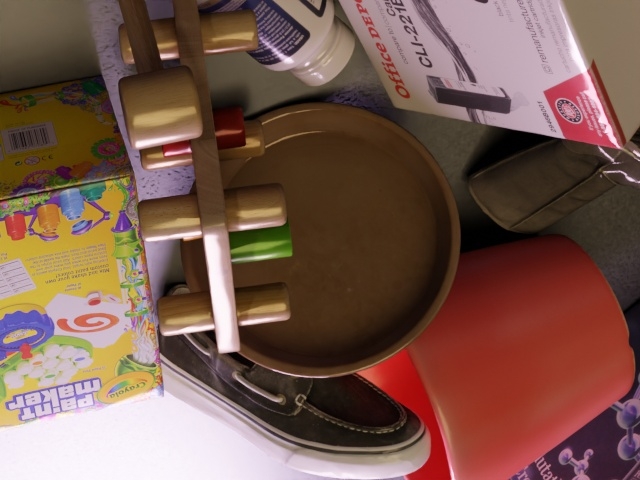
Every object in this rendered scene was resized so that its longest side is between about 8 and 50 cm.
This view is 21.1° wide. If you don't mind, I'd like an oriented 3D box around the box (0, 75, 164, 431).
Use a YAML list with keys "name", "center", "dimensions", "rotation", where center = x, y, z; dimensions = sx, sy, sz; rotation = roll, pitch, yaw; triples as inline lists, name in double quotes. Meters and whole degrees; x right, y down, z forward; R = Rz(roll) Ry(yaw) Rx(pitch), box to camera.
- name: "box"
  center: [-0.318, 0.027, 1.642]
  dimensions: [0.290, 0.177, 0.279]
  rotation: [-11, 128, -11]

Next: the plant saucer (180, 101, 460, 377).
- name: "plant saucer"
  center: [0.000, 0.000, 1.707]
  dimensions: [0.278, 0.278, 0.041]
  rotation: [-22, 168, -1]

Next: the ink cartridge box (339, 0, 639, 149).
- name: "ink cartridge box"
  center: [0.159, -0.206, 1.554]
  dimensions: [0.114, 0.273, 0.197]
  rotation: [-52, 134, -23]

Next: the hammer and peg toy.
- name: "hammer and peg toy"
  center: [-0.102, -0.092, 1.509]
  dimensions: [0.127, 0.266, 0.361]
  rotation: [-7, 151, -4]

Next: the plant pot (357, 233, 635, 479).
- name: "plant pot"
  center: [0.185, 0.125, 1.843]
  dimensions: [0.243, 0.275, 0.275]
  rotation: [-22, 130, -13]

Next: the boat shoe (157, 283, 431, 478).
- name: "boat shoe"
  center: [-0.040, 0.140, 1.754]
  dimensions: [0.121, 0.335, 0.119]
  rotation: [-39, 140, -49]

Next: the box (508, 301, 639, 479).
- name: "box"
  center: [0.386, 0.285, 1.993]
  dimensions: [0.395, 0.293, 0.212]
  rotation: [-42, 127, 14]

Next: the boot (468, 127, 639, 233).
- name: "boot"
  center: [0.281, -0.053, 1.776]
  dimensions: [0.189, 0.076, 0.208]
  rotation: [37, 135, -11]

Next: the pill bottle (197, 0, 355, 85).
- name: "pill bottle"
  center: [-0.047, -0.217, 1.600]
  dimensions: [0.094, 0.094, 0.169]
  rotation: [-42, 127, 15]
